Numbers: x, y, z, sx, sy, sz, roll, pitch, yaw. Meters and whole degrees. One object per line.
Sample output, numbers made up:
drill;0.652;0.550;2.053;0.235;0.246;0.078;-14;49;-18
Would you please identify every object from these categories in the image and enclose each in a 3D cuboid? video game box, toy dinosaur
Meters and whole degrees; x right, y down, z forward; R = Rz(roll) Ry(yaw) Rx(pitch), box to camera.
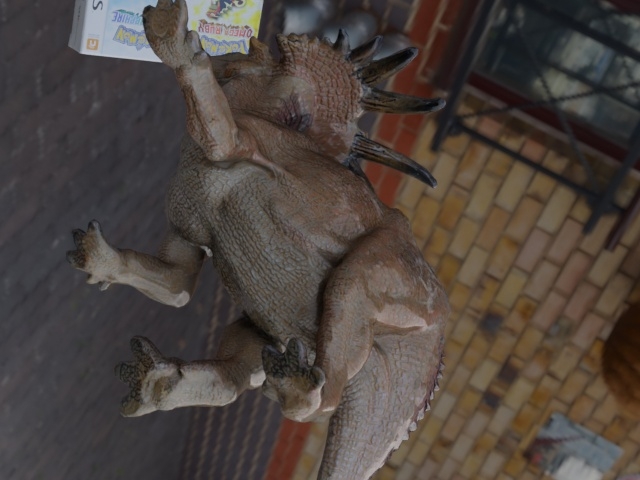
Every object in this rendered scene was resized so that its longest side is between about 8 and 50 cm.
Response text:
video game box;-0.157;-0.285;1.179;0.205;0.048;0.187;1;112;-29
toy dinosaur;0.000;0.000;0.525;0.127;0.296;0.200;-36;162;37
